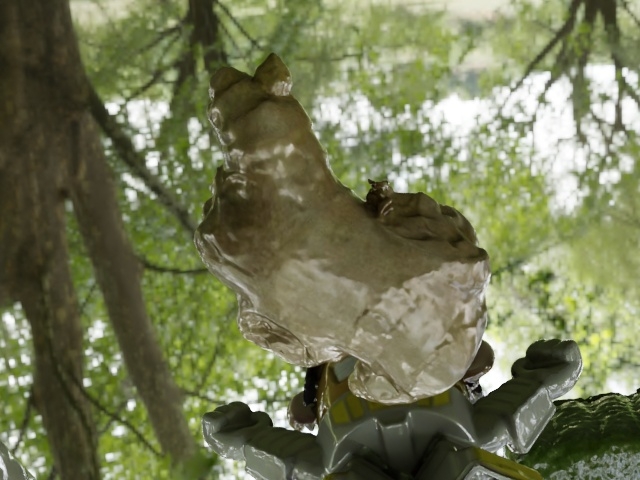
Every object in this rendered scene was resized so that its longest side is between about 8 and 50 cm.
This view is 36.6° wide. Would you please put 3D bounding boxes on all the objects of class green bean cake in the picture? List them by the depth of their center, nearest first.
[{"bbox_3d":[0.332,0.293,1.032,0.250,0.247,0.156,-12,-175,10],"label":"green bean cake"}]

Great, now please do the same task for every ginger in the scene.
[{"bbox_3d":[-0.002,0.004,0.553,0.213,0.137,0.074,39,-174,-12],"label":"ginger"}]

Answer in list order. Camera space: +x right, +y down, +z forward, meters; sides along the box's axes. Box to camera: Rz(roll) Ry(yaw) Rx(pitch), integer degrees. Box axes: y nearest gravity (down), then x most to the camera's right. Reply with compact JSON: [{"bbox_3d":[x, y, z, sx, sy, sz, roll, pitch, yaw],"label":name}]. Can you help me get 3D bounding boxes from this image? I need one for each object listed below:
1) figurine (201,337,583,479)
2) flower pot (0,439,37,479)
[{"bbox_3d":[0.056,0.141,0.768,0.308,0.143,0.308,5,-156,-2],"label":"figurine"},{"bbox_3d":[-0.276,0.132,0.303,0.330,0.293,0.293,-42,-149,-22],"label":"flower pot"}]
